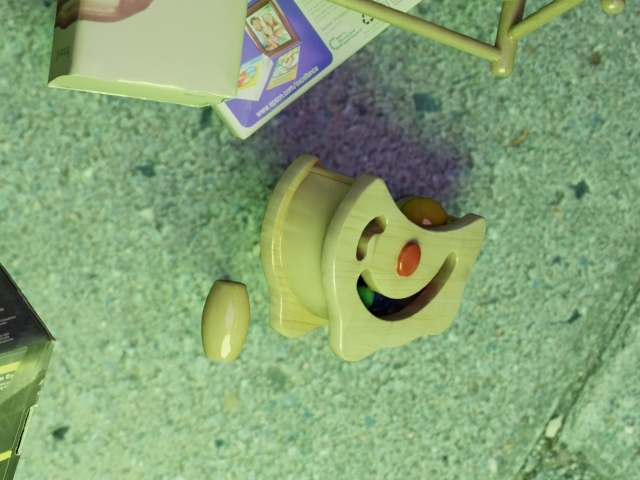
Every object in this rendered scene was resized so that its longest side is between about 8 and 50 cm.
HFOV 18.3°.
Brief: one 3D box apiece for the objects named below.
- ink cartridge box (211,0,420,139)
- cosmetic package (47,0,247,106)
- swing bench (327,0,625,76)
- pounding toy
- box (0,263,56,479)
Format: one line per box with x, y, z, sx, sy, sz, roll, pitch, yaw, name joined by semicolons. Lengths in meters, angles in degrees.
-0.048;-0.224;1.610;0.206;0.045;0.208;-39;103;-13;ink cartridge box
-0.120;-0.255;1.487;0.129;0.153;0.296;6;88;-15;cosmetic package
0.098;-0.301;1.567;0.253;0.165;0.255;17;64;-31;swing bench
0.000;0.000;1.613;0.269;0.155;0.154;-13;116;-50;pounding toy
-0.397;0.195;1.365;0.395;0.097;0.318;-17;145;-36;box
